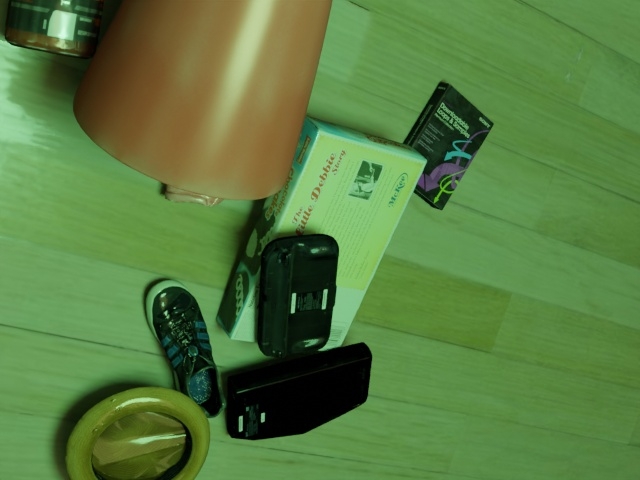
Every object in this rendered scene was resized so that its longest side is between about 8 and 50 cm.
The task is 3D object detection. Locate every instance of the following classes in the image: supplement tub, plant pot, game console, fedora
[{"bbox_3d":[-0.293,-0.311,1.152,0.106,0.106,0.197,4,102,-33],"label":"supplement tub"},{"bbox_3d":[-0.118,-0.218,1.149,0.275,0.275,0.243,6,121,-33],"label":"plant pot"},{"bbox_3d":[-0.023,0.138,1.415,0.213,0.044,0.361,-12,130,-22],"label":"game console"},{"bbox_3d":[-0.248,0.270,1.365,0.194,0.079,0.194,-7,108,-22],"label":"fedora"}]

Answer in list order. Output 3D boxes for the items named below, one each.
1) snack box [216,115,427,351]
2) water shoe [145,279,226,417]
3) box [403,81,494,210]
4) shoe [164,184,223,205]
[{"bbox_3d":[0.000,0.000,1.414,0.187,0.060,0.321,12,111,-34],"label":"snack box"},{"bbox_3d":[-0.172,0.146,1.376,0.073,0.080,0.203,-28,117,-23],"label":"water shoe"},{"bbox_3d":[0.184,-0.143,1.548,0.116,0.029,0.162,34,84,-34],"label":"box"},{"bbox_3d":[-0.124,-0.093,1.352,0.178,0.063,0.081,-5,111,-28],"label":"shoe"}]
